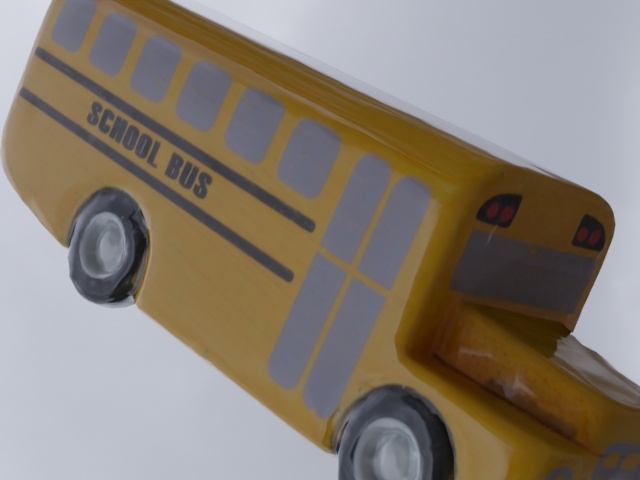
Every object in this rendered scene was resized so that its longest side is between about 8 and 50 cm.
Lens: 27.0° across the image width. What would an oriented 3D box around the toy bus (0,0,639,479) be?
[{"bbox_3d":[0.000,0.000,0.547,0.108,0.332,0.130,14,-77,-48],"label":"toy bus"}]
